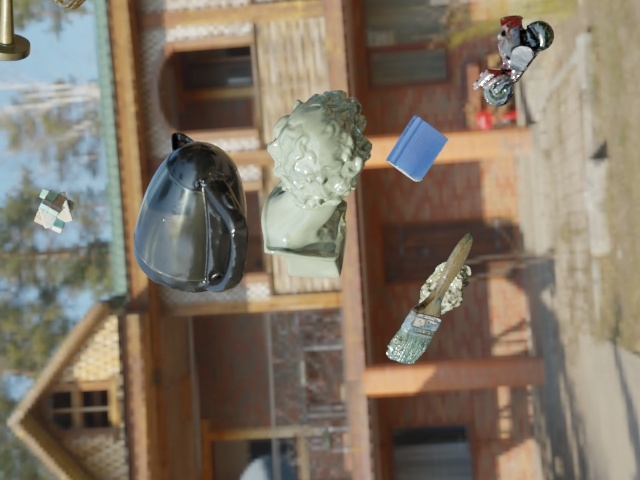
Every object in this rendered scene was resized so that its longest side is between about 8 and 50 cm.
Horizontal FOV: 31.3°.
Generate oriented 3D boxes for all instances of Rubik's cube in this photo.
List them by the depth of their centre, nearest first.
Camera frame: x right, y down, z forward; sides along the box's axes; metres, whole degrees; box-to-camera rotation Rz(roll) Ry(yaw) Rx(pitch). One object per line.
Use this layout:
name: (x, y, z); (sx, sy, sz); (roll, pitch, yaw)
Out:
Rubik's cube: (-0.542, -0.063, 2.344); (0.073, 0.075, 0.084); (-52, 31, 43)

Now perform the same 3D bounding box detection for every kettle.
kettle: (-0.225, -0.050, 2.036); (0.271, 0.207, 0.250); (106, 172, -46)

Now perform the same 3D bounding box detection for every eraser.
eraser: (0.149, -0.141, 1.770); (0.084, 0.063, 0.027); (-57, 21, -1)

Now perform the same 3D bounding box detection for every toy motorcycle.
toy motorcycle: (0.407, -0.399, 2.483); (0.213, 0.122, 0.082); (-56, -11, 21)

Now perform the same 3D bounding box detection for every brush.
brush: (0.150, 0.075, 1.502); (0.070, 0.021, 0.196); (19, -78, -48)

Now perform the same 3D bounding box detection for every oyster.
oyster: (0.208, 0.086, 1.934); (0.037, 0.098, 0.100); (-125, 36, -61)

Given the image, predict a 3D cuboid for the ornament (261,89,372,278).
ornament: (-0.012, -0.051, 1.397); (0.285, 0.120, 0.130); (101, 176, -48)

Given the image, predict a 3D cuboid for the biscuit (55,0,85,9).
biscuit: (-0.534, -0.637, 2.296); (0.051, 0.269, 0.375); (44, -149, -74)

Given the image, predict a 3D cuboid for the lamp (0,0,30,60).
lamp: (-0.477, -0.387, 1.752); (0.121, 0.121, 0.214); (-86, 6, -54)
